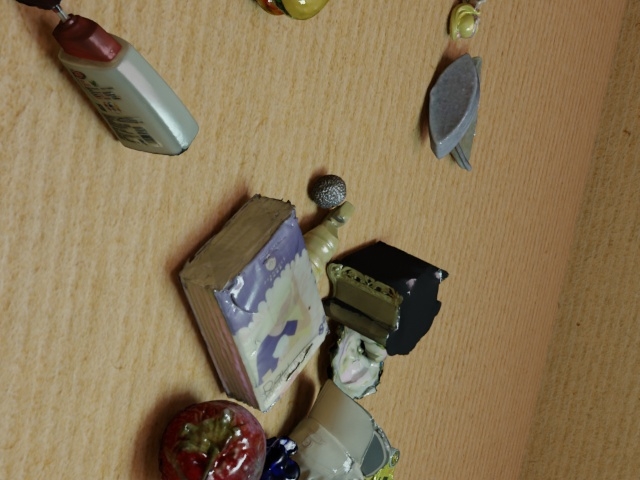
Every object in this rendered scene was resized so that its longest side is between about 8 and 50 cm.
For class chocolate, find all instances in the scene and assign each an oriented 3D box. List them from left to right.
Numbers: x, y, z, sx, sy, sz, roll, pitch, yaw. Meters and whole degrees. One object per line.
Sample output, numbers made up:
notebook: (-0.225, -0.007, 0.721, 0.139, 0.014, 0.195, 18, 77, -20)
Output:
chocolate: (-0.146, 0.521, 1.696, 0.343, 0.148, 0.126, -41, 153, -41)

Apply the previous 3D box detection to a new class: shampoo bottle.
shampoo bottle: (-0.287, -0.229, 1.156, 0.071, 0.153, 0.284, -57, 138, -22)

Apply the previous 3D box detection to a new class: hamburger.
hamburger: (-0.045, -0.452, 1.451, 0.162, 0.115, 0.161, -35, 133, -49)

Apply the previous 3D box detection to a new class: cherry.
cherry: (-0.183, 0.390, 1.536, 0.249, 0.175, 0.192, 61, 36, -52)

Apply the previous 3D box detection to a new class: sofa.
sofa: (0.137, 0.135, 1.937, 0.258, 0.200, 0.182, -23, 133, -53)

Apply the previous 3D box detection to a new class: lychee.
lychee: (0.018, -0.100, 1.755, 0.083, 0.068, 0.067, -5, 64, -53)

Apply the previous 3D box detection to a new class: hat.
hat: (0.018, 0.433, 1.838, 0.161, 0.232, 0.275, -9, 126, -47)

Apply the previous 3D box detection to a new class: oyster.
oyster: (0.089, 0.269, 2.008, 0.260, 0.092, 0.198, 8, 96, -49)

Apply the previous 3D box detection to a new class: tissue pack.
tissue pack: (-0.110, 0.121, 1.587, 0.242, 0.125, 0.343, -51, 143, -35)

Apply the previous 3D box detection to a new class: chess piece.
chess piece: (0.000, 0.000, 1.752, 0.200, 0.090, 0.090, -55, 144, -33)

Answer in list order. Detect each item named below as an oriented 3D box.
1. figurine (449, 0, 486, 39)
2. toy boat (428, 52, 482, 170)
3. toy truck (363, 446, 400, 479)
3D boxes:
figurine: (0.360, -0.571, 2.092, 0.083, 0.083, 0.187, 8, 102, -58)
toy boat: (0.346, -0.326, 2.156, 0.293, 0.111, 0.275, 2, 102, -70)
toy truck: (0.078, 0.545, 2.065, 0.272, 0.124, 0.157, 32, 75, -57)
